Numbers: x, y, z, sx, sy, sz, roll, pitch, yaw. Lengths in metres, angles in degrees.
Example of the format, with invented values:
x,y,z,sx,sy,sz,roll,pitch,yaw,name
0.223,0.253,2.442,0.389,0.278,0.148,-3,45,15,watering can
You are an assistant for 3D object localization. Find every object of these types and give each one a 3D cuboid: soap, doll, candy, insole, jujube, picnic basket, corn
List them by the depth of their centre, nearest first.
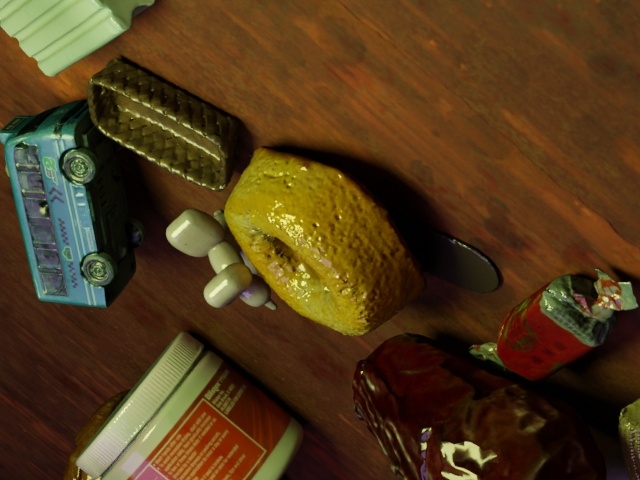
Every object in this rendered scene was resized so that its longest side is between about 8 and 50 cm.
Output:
x,y,z,sx,sy,sz,roll,pitch,yaw,name
0.242,0.094,1.444,0.086,0.059,0.292,37,151,-1,candy
0.371,0.233,1.479,0.085,0.063,0.165,-17,127,13,corn
-0.276,-0.262,1.495,0.119,0.066,0.198,49,148,-17,soap
0.166,0.227,1.521,0.342,0.216,0.216,33,157,49,jujube
0.055,-0.019,1.539,0.328,0.007,0.111,26,150,20,insole
-0.177,-0.134,1.578,0.193,0.055,0.110,30,148,15,picnic basket
-0.108,0.018,1.643,0.161,0.059,0.160,55,-161,26,doll

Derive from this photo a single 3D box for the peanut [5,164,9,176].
x,y,z,sx,sy,sz,roll,pitch,yaw,name
-0.335,-0.040,1.832,0.214,0.098,0.090,45,176,-3,peanut

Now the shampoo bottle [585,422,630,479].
x,y,z,sx,sy,sz,roll,pitch,yaw,name
0.283,0.239,1.587,0.192,0.074,0.074,26,149,30,shampoo bottle

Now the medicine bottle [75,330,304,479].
x,y,z,sx,sy,sz,roll,pitch,yaw,name
-0.186,0.299,1.992,0.241,0.252,0.252,40,150,-4,medicine bottle

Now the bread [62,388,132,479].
x,y,z,sx,sy,sz,roll,pitch,yaw,name
-0.313,0.398,2.228,0.172,0.312,0.312,13,144,15,bread

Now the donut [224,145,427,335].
x,y,z,sx,sy,sz,roll,pitch,yaw,name
0.002,0.001,1.518,0.253,0.118,0.253,41,164,15,donut

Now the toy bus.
x,y,z,sx,sy,sz,roll,pitch,yaw,name
-0.306,-0.046,1.696,0.134,0.113,0.246,1,118,16,toy bus

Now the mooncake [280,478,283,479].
x,y,z,sx,sy,sz,roll,pitch,yaw,name
-0.124,0.430,2.264,0.168,0.104,0.175,33,154,-4,mooncake
